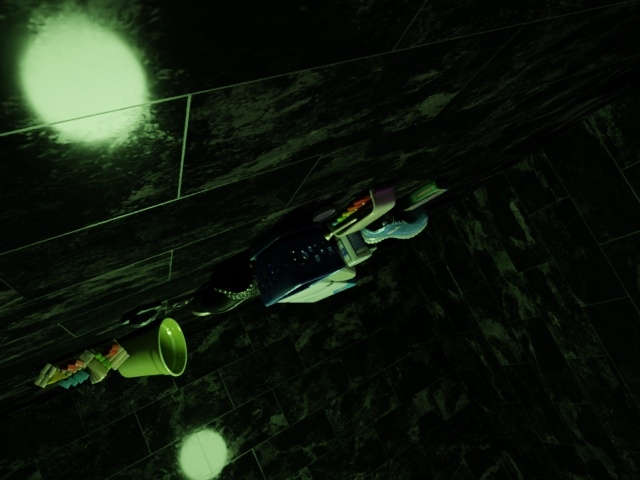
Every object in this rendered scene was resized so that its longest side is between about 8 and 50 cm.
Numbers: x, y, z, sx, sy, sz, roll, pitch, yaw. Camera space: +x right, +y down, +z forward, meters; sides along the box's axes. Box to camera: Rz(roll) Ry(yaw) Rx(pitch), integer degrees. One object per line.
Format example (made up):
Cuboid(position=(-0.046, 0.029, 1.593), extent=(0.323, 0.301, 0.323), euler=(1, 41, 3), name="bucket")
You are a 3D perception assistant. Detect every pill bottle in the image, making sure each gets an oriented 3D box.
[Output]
Cuboid(position=(0.126, 0.004, 1.897), extent=(0.111, 0.187, 0.112), euler=(-27, 171, -5), name="pill bottle")

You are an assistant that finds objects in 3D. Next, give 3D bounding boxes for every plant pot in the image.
Cuboid(position=(-0.818, 0.536, 2.151), extent=(0.253, 0.276, 0.276), euler=(-16, 172, 5), name="plant pot")
Cuboid(position=(-0.093, 0.066, 1.551), extent=(0.235, 0.212, 0.236), euler=(-17, 167, -45), name="plant pot")

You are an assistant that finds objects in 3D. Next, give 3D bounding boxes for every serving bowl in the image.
Cuboid(position=(0.006, -0.094, 1.505), extent=(0.083, 0.027, 0.083), euler=(-26, 171, -4), name="serving bowl")

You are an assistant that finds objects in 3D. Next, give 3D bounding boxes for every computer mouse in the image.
Cuboid(position=(-0.603, 0.276, 1.706), extent=(0.242, 0.041, 0.071), euler=(-22, 170, -32), name="computer mouse")

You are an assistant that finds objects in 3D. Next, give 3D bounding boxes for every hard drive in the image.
Cuboid(position=(-0.670, 0.270, 1.689), extent=(0.135, 0.022, 0.094), euler=(-31, 170, 29), name="hard drive")

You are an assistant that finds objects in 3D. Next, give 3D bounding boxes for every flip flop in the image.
Cuboid(position=(-0.432, 0.232, 1.943), extent=(0.276, 0.112, 0.080), euler=(-21, 144, -20), name="flip flop")

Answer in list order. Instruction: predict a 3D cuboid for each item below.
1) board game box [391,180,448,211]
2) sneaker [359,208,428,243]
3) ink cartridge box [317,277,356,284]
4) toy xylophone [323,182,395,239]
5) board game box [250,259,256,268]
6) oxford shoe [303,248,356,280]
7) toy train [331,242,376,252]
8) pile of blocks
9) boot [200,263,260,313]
Cuboid(position=(0.451, -0.189, 2.196), extent=(0.317, 0.046, 0.213), euler=(-31, 169, 28), name="board game box")
Cuboid(position=(0.337, -0.082, 2.079), extent=(0.329, 0.130, 0.147), euler=(-16, 150, 7), name="sneaker")
Cuboid(position=(-0.060, 0.180, 2.162), extent=(0.285, 0.166, 0.394), euler=(-26, 160, 29), name="ink cartridge box")
Cuboid(position=(0.137, -0.097, 1.689), extent=(0.236, 0.081, 0.322), euler=(-17, 167, -47), name="toy xylophone")
Cuboid(position=(-0.220, 0.074, 1.828), extent=(0.124, 0.039, 0.259), euler=(-23, 173, -16), name="board game box")
Cuboid(position=(0.013, 0.072, 1.911), extent=(0.169, 0.130, 0.449), euler=(-19, 158, 25), name="oxford shoe")
Cuboid(position=(0.154, 0.042, 2.431), extent=(0.333, 0.142, 0.190), euler=(-26, -176, -12), name="toy train")
Cuboid(position=(-0.992, 0.534, 1.889), extent=(0.362, 0.149, 0.112), euler=(-20, 170, -33), name="pile of blocks")
Cuboid(position=(-0.362, 0.185, 1.731), extent=(0.347, 0.131, 0.260), euler=(-27, 170, 13), name="boot")
